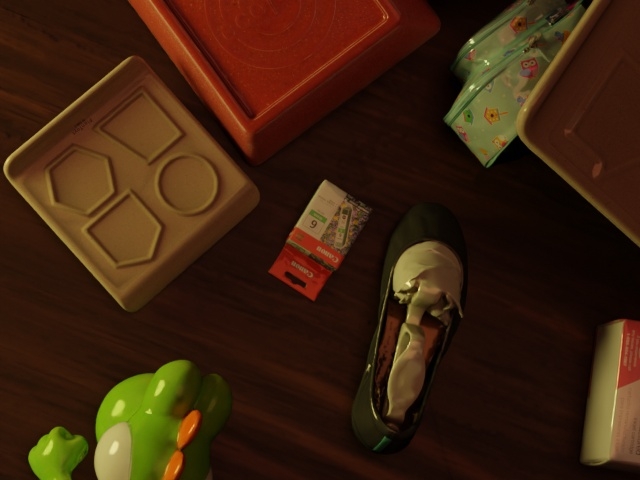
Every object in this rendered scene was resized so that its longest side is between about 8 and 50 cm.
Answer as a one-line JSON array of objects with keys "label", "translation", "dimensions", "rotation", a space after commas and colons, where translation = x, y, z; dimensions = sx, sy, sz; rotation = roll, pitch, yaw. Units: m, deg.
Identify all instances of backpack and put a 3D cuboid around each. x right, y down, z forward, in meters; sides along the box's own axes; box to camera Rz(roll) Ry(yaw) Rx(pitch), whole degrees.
[{"label": "backpack", "translation": [0.216, -0.172, 1.910], "dimensions": [0.144, 0.166, 0.188], "rotation": [43, 72, 1]}]

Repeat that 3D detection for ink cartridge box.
[{"label": "ink cartridge box", "translation": [0.000, 0.000, 1.909], "dimensions": [0.063, 0.029, 0.115], "rotation": [32, 76, -5]}, {"label": "ink cartridge box", "translation": [0.404, 0.181, 1.928], "dimensions": [0.218, 0.092, 0.158], "rotation": [10, 79, -11]}]

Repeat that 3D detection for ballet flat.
[{"label": "ballet flat", "translation": [0.105, 0.089, 1.881], "dimensions": [0.095, 0.096, 0.280], "rotation": [14, 78, -8]}]

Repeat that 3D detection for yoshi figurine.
[{"label": "yoshi figurine", "translation": [-0.205, 0.278, 1.780], "dimensions": [0.203, 0.203, 0.362], "rotation": [31, 90, 36]}]

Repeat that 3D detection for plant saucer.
[{"label": "plant saucer", "translation": [-0.050, -0.252, 1.879], "dimensions": [0.258, 0.048, 0.259], "rotation": [-36, 88, 11]}]

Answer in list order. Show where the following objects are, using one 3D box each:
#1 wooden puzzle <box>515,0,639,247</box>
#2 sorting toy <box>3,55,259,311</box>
[{"label": "wooden puzzle", "translation": [0.381, -0.134, 1.844], "dimensions": [0.348, 0.080, 0.322], "rotation": [42, 72, -21]}, {"label": "sorting toy", "translation": [-0.197, -0.059, 1.881], "dimensions": [0.193, 0.038, 0.208], "rotation": [-42, 95, -14]}]
